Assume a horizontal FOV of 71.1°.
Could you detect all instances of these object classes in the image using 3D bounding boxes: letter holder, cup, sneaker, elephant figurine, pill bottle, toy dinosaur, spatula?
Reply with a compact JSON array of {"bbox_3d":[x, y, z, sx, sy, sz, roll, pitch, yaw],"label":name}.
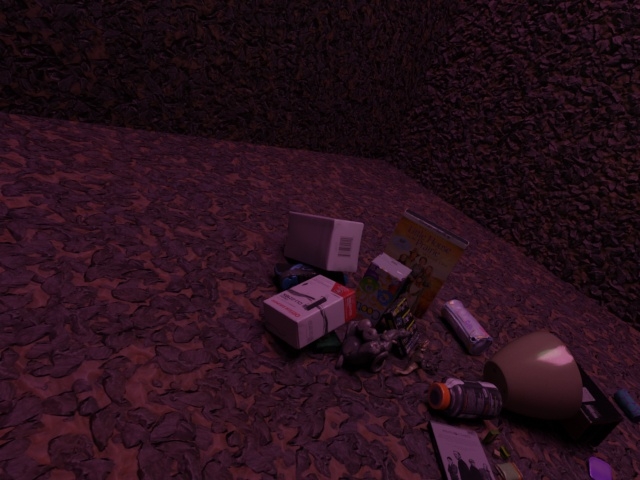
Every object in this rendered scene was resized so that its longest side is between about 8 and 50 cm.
[{"bbox_3d":[0.964,0.632,1.755,0.152,0.214,0.301,0,37,-15],"label":"letter holder"},{"bbox_3d":[0.768,0.523,1.700,0.237,0.331,0.331,-6,32,-10],"label":"cup"},{"bbox_3d":[-0.034,0.146,1.897,0.341,0.125,0.139,9,25,-33],"label":"sneaker"},{"bbox_3d":[0.193,0.387,1.612,0.239,0.186,0.169,35,49,-46],"label":"elephant figurine"},{"bbox_3d":[0.497,0.552,1.564,0.246,0.130,0.130,13,27,-22],"label":"pill bottle"},{"bbox_3d":[0.385,0.469,1.710,0.118,0.064,0.268,19,22,28],"label":"toy dinosaur"},{"bbox_3d":[0.960,0.853,1.500,0.084,0.030,0.296,28,26,9],"label":"spatula"}]

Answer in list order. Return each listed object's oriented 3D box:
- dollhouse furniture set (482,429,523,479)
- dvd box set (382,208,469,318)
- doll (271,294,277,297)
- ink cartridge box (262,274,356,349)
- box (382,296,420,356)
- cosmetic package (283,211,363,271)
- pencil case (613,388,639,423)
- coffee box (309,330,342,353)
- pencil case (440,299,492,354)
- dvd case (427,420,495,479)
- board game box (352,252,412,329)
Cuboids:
[{"bbox_3d":[0.596,0.698,1.452,0.076,0.058,0.151,10,29,-27],"label":"dollhouse furniture set"},{"bbox_3d":[0.424,0.110,2.016,0.308,0.420,0.062,31,26,13],"label":"dvd box set"},{"bbox_3d":[-0.101,0.235,1.743,0.189,0.046,0.129,10,6,-22],"label":"doll"},{"bbox_3d":[-0.038,0.243,1.580,0.273,0.114,0.197,-23,30,-36],"label":"ink cartridge box"},{"bbox_3d":[0.328,0.342,1.796,0.191,0.045,0.184,-25,93,-60],"label":"box"},{"bbox_3d":[0.000,0.000,1.943,0.156,0.217,0.385,6,6,-32],"label":"cosmetic package"},{"bbox_3d":[1.414,0.754,2.046,0.070,0.064,0.151,4,29,-5],"label":"pencil case"},{"bbox_3d":[-0.006,0.334,1.650,0.113,0.040,0.184,5,32,-32],"label":"coffee box"},{"bbox_3d":[0.655,0.390,2.032,0.124,0.113,0.273,20,24,-29],"label":"pencil case"},{"bbox_3d":[0.441,0.680,1.386,0.179,0.029,0.238,18,25,-12],"label":"dvd case"},{"bbox_3d":[0.229,0.212,1.817,0.144,0.275,0.142,32,27,16],"label":"board game box"}]
